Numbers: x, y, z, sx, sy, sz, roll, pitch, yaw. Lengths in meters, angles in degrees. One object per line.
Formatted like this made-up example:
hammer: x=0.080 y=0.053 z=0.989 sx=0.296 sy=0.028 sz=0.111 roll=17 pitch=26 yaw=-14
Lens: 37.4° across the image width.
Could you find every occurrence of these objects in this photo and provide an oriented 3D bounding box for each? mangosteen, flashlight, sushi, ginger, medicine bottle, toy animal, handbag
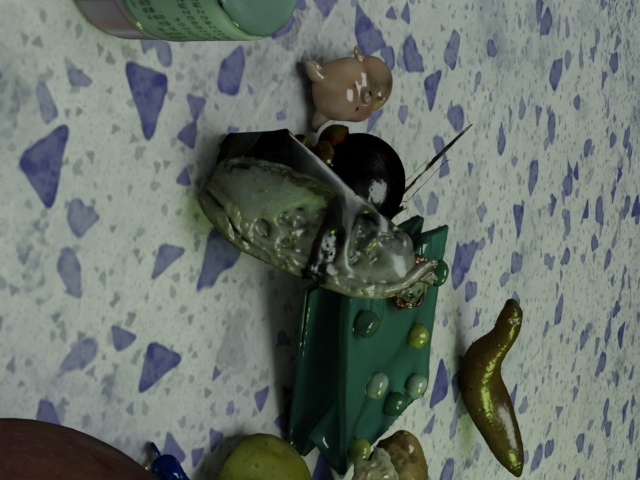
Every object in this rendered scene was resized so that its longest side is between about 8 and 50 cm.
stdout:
mangosteen: x=0.024 y=-0.070 z=1.101 sx=0.151 sy=0.137 sz=0.137 roll=37 pitch=60 yaw=-16
flashlight: x=-0.147 y=0.256 z=0.970 sx=0.035 sy=0.057 sz=0.121 roll=-30 pitch=137 yaw=-9
sushi: x=0.000 y=0.005 z=0.980 sx=0.273 sy=0.134 sz=0.109 roll=39 pitch=76 yaw=-23
ginger: x=0.058 y=0.380 z=1.213 sx=0.294 sy=0.086 sz=0.131 roll=-63 pitch=-168 yaw=7
medicine bottle: x=-0.114 y=-0.235 z=0.798 sx=0.135 sy=0.168 sz=0.135 roll=-17 pitch=110 yaw=-56
toy animal: x=0.039 y=-0.182 z=1.137 sx=0.150 sy=0.089 sz=0.083 roll=-18 pitch=89 yaw=-51
handbag: x=0.074 y=0.133 z=1.173 sx=0.269 sy=0.100 sz=0.274 roll=-28 pitch=134 yaw=-52

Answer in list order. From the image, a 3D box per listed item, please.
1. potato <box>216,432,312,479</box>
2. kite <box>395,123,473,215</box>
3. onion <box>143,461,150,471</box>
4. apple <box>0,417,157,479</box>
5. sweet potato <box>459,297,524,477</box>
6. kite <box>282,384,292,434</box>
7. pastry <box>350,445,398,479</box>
potato: x=-0.068 y=0.347 z=1.014 sx=0.160 sy=0.111 sz=0.271 roll=68 pitch=38 yaw=-53
kite: x=0.109 y=-0.065 z=1.204 sx=0.244 sy=0.198 sz=0.006 roll=-45 pitch=96 yaw=-1
onion: x=-0.141 y=0.332 z=0.845 sx=0.201 sy=0.207 sz=0.200 roll=-27 pitch=147 yaw=-20
apple: x=-0.226 y=0.258 z=0.631 sx=0.235 sy=0.306 sz=0.305 roll=45 pitch=54 yaw=-16
sweet potato: x=0.286 y=0.236 z=1.560 sx=0.079 sy=0.108 sz=0.346 roll=-45 pitch=135 yaw=-50
kite: x=-0.026 y=0.207 z=1.170 sx=0.122 sy=0.004 sz=0.090 roll=24 pitch=81 yaw=-60
pastry: x=0.013 y=0.369 z=1.084 sx=0.258 sy=0.089 sz=0.121 roll=-58 pitch=-179 yaw=17
